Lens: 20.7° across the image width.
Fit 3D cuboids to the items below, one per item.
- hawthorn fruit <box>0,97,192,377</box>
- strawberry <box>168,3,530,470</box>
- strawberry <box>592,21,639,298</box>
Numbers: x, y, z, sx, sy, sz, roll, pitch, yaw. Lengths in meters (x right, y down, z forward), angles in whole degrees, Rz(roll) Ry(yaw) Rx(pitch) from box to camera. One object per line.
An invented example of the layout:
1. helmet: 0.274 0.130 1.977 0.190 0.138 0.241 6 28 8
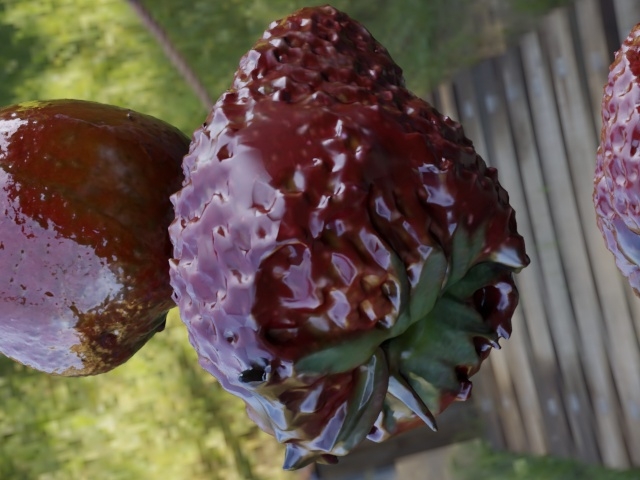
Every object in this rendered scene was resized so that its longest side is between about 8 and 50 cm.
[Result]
1. hawthorn fruit: -0.252 -0.021 1.549 0.254 0.300 0.254 -55 18 29
2. strawberry: 0.004 -0.002 1.182 0.257 0.261 0.261 44 146 35
3. strawberry: 0.347 -0.067 1.472 0.250 0.239 0.288 90 180 -56
